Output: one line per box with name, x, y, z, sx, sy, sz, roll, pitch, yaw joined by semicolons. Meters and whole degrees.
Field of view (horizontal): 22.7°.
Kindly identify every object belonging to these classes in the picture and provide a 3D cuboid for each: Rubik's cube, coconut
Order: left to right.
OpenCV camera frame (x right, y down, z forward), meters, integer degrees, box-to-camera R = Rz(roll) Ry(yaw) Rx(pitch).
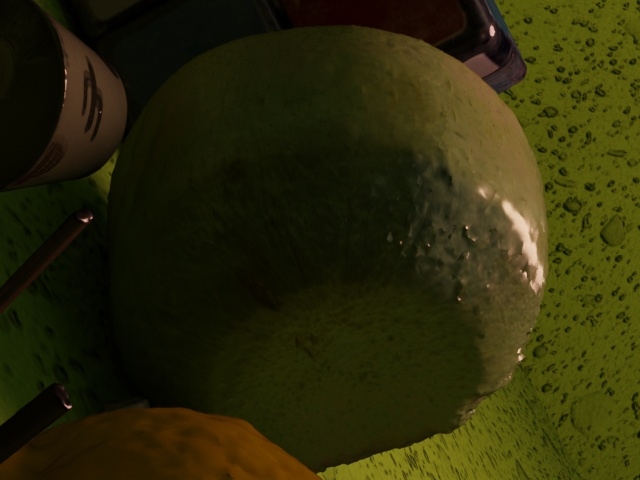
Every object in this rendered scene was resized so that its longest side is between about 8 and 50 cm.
Rubik's cube;-0.025;-0.223;1.418;0.316;0.313;0.318;65;11;5
coconut;0.000;0.000;1.094;0.281;0.328;0.328;39;22;-24

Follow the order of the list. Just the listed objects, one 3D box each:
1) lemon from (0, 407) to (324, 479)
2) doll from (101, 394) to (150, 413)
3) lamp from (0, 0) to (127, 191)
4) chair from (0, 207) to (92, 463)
lemon;-0.060;0.190;0.606;0.288;0.233;0.233;54;13;-9
doll;-0.072;0.165;0.992;0.180;0.079;0.094;48;-10;-6
lamp;-0.199;-0.087;0.876;0.215;0.121;0.121;17;47;-61
chair;-0.170;0.070;0.520;0.095;0.221;0.104;33;25;-19
